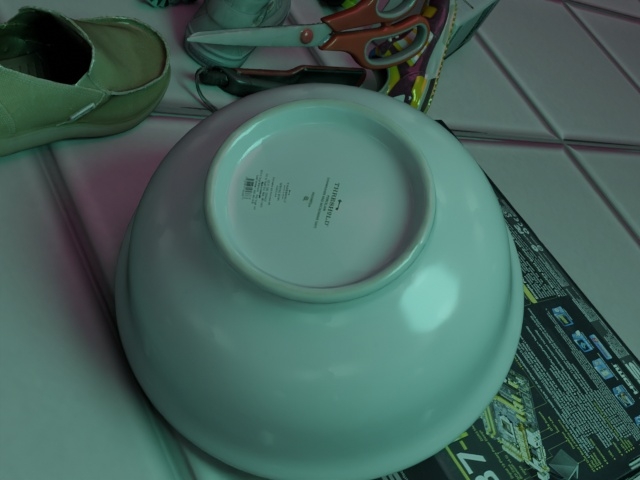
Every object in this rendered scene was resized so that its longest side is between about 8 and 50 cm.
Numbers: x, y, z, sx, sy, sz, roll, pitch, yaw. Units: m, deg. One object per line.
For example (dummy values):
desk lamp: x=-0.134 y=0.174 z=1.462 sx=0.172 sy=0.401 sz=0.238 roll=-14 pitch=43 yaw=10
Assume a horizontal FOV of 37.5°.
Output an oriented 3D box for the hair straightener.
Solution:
hair straightener: x=-0.027 y=-0.147 z=0.968 sx=0.230 sy=0.047 sz=0.089 roll=1 pitch=49 yaw=-41

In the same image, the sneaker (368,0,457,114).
sneaker: x=0.103 y=-0.227 z=1.099 sx=0.084 sy=0.069 sz=0.185 roll=16 pitch=69 yaw=-4

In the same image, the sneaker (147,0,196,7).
sneaker: x=-0.174 y=-0.283 z=1.003 sx=0.069 sy=0.038 sz=0.098 roll=45 pitch=26 yaw=12

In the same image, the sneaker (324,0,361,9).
sneaker: x=-0.026 y=-0.383 z=1.200 sx=0.235 sy=0.084 sz=0.097 roll=42 pitch=36 yaw=5

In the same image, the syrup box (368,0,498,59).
syrup box: x=0.162 y=-0.310 z=1.276 sx=0.096 sy=0.093 sz=0.237 roll=41 pitch=35 yaw=5

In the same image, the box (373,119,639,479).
box: x=0.102 y=0.061 z=0.809 sx=0.318 sy=0.097 sz=0.395 roll=-8 pitch=55 yaw=-48

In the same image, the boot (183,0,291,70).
boot: x=-0.063 y=-0.284 z=1.023 sx=0.095 sy=0.123 sz=0.258 roll=31 pitch=36 yaw=-11

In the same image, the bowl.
bowl: x=0.000 y=0.000 z=0.628 sx=0.298 sy=0.134 sz=0.298 roll=0 pitch=62 yaw=-1

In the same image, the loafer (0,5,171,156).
loafer: x=-0.204 y=-0.139 z=0.764 sx=0.102 sy=0.092 sz=0.268 roll=43 pitch=35 yaw=6

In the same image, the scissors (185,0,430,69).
scissors: x=-0.001 y=-0.204 z=0.975 sx=0.297 sy=0.109 sz=0.021 roll=-25 pitch=41 yaw=-28
